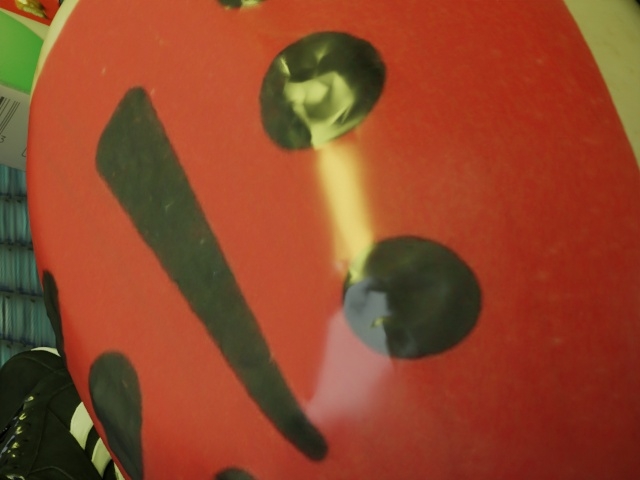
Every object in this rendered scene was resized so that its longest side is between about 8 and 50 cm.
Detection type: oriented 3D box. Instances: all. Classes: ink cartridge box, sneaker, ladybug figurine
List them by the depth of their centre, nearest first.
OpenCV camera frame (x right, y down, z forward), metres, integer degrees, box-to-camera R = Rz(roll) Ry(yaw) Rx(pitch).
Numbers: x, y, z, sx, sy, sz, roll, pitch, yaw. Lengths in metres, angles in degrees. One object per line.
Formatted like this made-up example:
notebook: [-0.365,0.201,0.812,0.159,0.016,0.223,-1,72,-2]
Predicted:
ladybug figurine: [0.000,0.000,0.732,0.305,0.162,0.449,-60,39,18]
sneaker: [-0.159,0.121,0.923,0.079,0.121,0.217,-55,41,21]
ink cartridge box: [-0.186,-0.122,1.001,0.056,0.181,0.224,-53,40,25]
